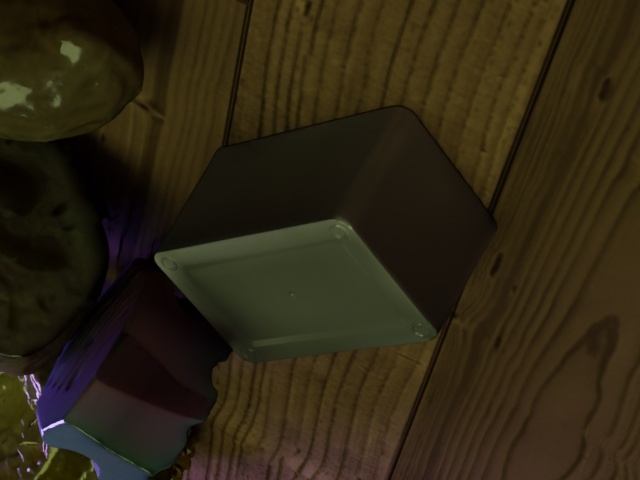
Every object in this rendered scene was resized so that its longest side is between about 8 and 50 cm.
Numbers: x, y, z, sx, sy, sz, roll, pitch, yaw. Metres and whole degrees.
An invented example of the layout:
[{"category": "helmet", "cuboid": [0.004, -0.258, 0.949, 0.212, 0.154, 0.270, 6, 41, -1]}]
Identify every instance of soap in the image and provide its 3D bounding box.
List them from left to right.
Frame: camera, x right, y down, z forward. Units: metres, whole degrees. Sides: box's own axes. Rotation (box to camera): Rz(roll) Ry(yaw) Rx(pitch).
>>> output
[{"category": "soap", "cuboid": [-0.178, 0.128, 1.814, 0.109, 0.193, 0.324, 37, 178, -12]}]

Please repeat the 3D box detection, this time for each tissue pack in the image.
[{"category": "tissue pack", "cuboid": [0.001, 0.001, 1.693, 0.246, 0.136, 0.159, -9, 130, 43]}]

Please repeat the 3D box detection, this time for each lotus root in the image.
[{"category": "lotus root", "cuboid": [-0.353, 0.044, 1.885, 0.316, 0.316, 0.250, 25, 161, 7]}]

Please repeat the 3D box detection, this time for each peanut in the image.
[{"category": "peanut", "cuboid": [-0.326, -0.160, 1.700, 0.387, 0.169, 0.192, 4, 144, 32]}]

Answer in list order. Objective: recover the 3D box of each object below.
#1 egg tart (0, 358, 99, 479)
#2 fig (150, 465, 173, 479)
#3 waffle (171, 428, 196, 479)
[{"category": "egg tart", "cuboid": [-0.308, 0.182, 2.066, 0.290, 0.115, 0.290, 10, 107, 34]}, {"category": "fig", "cuboid": [-0.208, 0.236, 2.125, 0.084, 0.082, 0.098, 7, 97, 46]}, {"category": "waffle", "cuboid": [-0.246, 0.194, 2.192, 0.231, 0.051, 0.228, 24, 146, 9]}]
